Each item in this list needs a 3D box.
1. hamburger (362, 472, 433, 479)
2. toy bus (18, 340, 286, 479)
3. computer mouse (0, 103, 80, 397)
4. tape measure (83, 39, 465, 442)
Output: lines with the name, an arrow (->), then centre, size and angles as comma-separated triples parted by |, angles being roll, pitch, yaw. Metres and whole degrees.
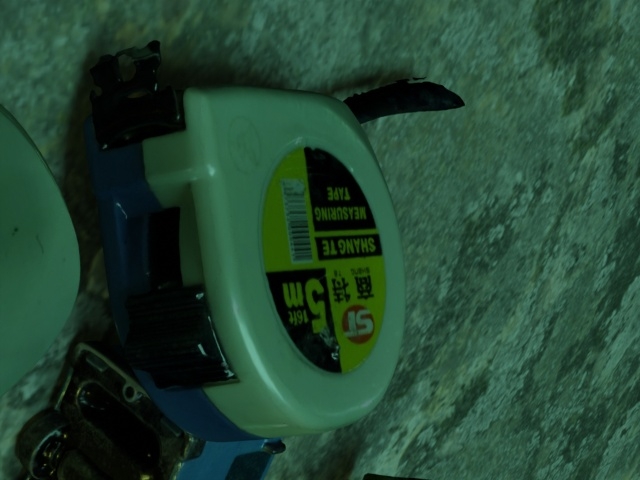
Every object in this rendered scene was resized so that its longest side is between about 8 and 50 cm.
hamburger -> 0.015, 0.308, 1.137 | 0.150, 0.260, 0.276 | 31, 57, -38
toy bus -> -0.125, 0.183, 0.874 | 0.133, 0.116, 0.234 | 1, 118, -55
computer mouse -> -0.222, 0.048, 0.555 | 0.288, 0.097, 0.159 | -39, 120, -27
tape measure -> 0.000, 0.000, 0.845 | 0.351, 0.098, 0.215 | -6, 87, -57
